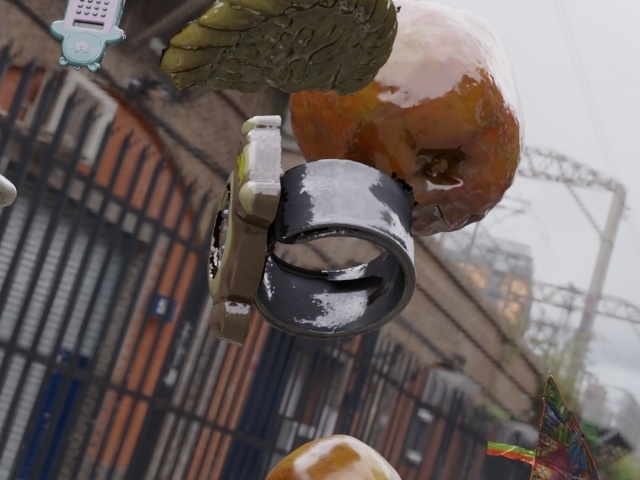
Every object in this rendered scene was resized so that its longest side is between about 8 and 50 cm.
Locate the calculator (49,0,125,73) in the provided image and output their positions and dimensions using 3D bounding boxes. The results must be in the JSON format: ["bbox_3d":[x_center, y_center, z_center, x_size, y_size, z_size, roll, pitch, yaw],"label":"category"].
[{"bbox_3d":[-0.284,-0.269,1.394,0.094,0.141,0.019,7,-22,3],"label":"calculator"}]

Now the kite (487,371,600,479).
[{"bbox_3d":[0.231,0.230,1.153,0.159,0.190,0.010,29,-27,-23],"label":"kite"}]

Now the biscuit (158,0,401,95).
[{"bbox_3d":[-0.019,-0.214,1.174,0.273,0.036,0.187,-4,-32,-36],"label":"biscuit"}]

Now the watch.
[{"bbox_3d":[0.000,0.000,1.823,0.327,0.314,0.335,10,-46,-12],"label":"watch"}]

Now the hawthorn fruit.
[{"bbox_3d":[0.164,-0.206,2.083,0.472,0.471,0.472,17,-12,4],"label":"hawthorn fruit"}]

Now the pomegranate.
[{"bbox_3d":[0.028,0.481,2.010,0.264,0.264,0.264,17,-12,4],"label":"pomegranate"}]

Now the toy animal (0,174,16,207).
[{"bbox_3d":[-0.534,-0.068,1.499,0.249,0.289,0.174,12,10,-4],"label":"toy animal"}]
